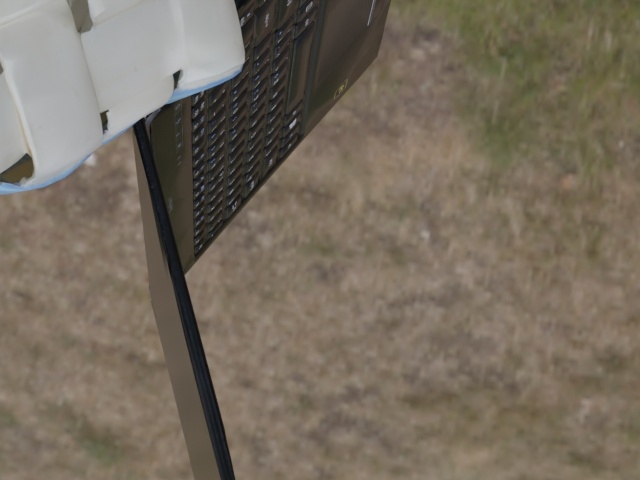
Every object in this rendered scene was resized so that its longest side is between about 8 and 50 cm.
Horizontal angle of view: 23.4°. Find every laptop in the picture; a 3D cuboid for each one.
[{"bbox_3d":[0.000,0.000,0.624,0.136,0.264,0.234,38,163,8],"label":"laptop"}]

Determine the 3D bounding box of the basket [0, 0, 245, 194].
[{"bbox_3d":[-0.172,-0.134,0.457,0.289,0.201,0.254,19,129,46],"label":"basket"}]
